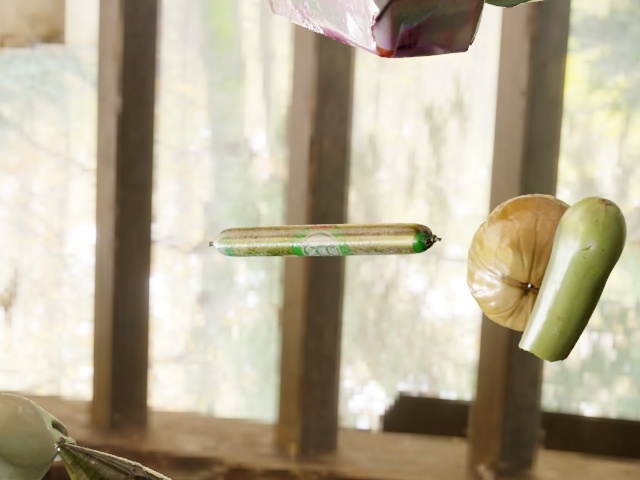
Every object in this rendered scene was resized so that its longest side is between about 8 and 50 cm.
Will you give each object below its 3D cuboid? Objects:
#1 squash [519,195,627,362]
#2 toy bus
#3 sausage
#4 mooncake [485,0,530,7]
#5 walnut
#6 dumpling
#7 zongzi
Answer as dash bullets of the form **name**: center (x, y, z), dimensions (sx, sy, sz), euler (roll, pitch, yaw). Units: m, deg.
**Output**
- **squash**: center (0.299, 0.052, 1.920), dimensions (0.083, 0.250, 0.083), euler (8, -140, -7)
- **toy bus**: center (0.035, -0.271, 1.533), dimensions (0.127, 0.147, 0.303), euler (-11, -155, -25)
- **sausage**: center (0.000, 0.000, 1.629), dimensions (0.269, 0.032, 0.033), euler (-1, -172, 30)
- **mooncake**: center (0.211, -0.446, 1.834), dimensions (0.356, 0.356, 0.194), euler (-4, 179, -29)
- **walnut**: center (0.307, 0.030, 2.336), dimensions (0.195, 0.195, 0.222), euler (6, -165, 17)
- **dumpling**: center (-0.404, 0.259, 2.002), dimensions (0.155, 0.181, 0.111), euler (-22, -140, 31)
- **zongzi**: center (-0.259, 0.334, 2.040), dimensions (0.242, 0.112, 0.221), euler (34, 156, -12)
